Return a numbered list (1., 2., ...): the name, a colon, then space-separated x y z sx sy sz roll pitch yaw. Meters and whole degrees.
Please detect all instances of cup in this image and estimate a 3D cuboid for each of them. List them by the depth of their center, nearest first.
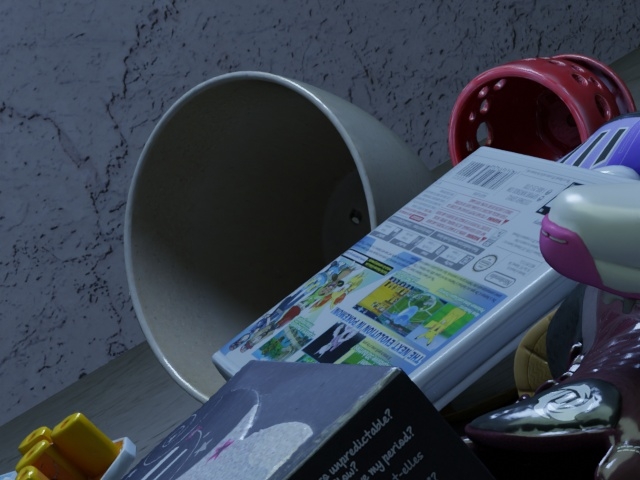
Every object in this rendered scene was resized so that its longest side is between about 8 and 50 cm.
1. cup: 0.000 0.000 1.763 0.331 0.331 0.237 -25 -14 38

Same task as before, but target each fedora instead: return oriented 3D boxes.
1. fedora: 0.135 0.067 1.358 0.194 0.079 0.194 -29 7 4

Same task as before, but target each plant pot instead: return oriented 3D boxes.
1. plant pot: 0.272 -0.131 2.104 0.191 0.191 0.174 -25 1 36

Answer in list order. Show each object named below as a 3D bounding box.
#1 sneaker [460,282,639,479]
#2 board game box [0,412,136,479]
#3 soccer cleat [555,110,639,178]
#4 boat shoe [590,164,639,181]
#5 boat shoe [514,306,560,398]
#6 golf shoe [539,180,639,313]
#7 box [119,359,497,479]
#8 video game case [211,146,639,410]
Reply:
1. sneaker: 0.122 0.081 0.864 0.162 0.106 0.281 -15 7 -11
2. board game box: -0.329 0.289 1.156 0.390 0.050 0.390 -22 26 53
3. soccer cleat: 0.247 -0.032 1.731 0.116 0.109 0.318 -38 6 -34
4. boat shoe: 0.210 0.015 1.654 0.226 0.083 0.076 -37 15 27
5. boat shoe: 0.242 0.034 1.011 0.277 0.098 0.096 -30 -24 35
6. golf shoe: 0.252 -0.032 0.787 0.306 0.140 0.115 -1 14 4
7. box: -0.017 0.154 0.780 0.163 0.142 0.247 -42 7 -13
8. video game case: 0.078 0.041 1.335 0.300 0.036 0.329 -38 17 -9
